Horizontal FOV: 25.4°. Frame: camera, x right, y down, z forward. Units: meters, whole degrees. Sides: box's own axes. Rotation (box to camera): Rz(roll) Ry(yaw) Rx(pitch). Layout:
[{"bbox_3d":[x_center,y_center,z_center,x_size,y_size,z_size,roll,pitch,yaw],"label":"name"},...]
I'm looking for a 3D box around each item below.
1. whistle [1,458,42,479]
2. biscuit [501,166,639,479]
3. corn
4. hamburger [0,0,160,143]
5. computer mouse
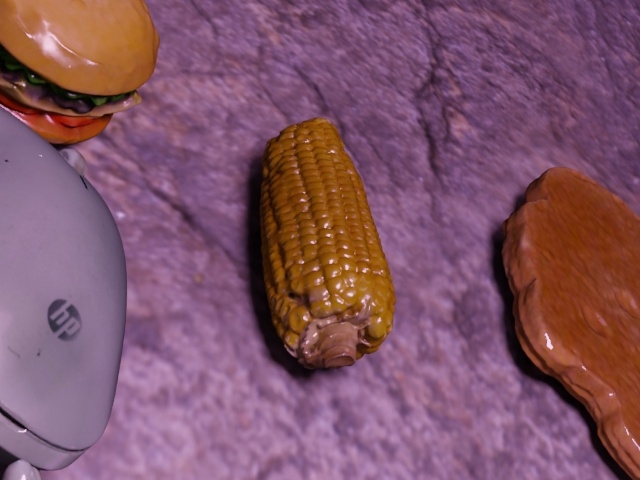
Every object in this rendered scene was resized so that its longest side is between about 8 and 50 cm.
[{"bbox_3d":[-0.161,0.206,0.690,0.102,0.105,0.253,54,22,-22],"label":"whistle"},{"bbox_3d":[0.275,0.080,1.328,0.269,0.051,0.376,28,37,-24],"label":"biscuit"},{"bbox_3d":[0.000,0.000,1.103,0.097,0.097,0.262,23,35,-26],"label":"corn"},{"bbox_3d":[-0.199,-0.150,1.047,0.162,0.115,0.162,27,39,-24],"label":"hamburger"},{"bbox_3d":[-0.175,0.014,0.871,0.159,0.097,0.288,44,28,-27],"label":"computer mouse"}]
